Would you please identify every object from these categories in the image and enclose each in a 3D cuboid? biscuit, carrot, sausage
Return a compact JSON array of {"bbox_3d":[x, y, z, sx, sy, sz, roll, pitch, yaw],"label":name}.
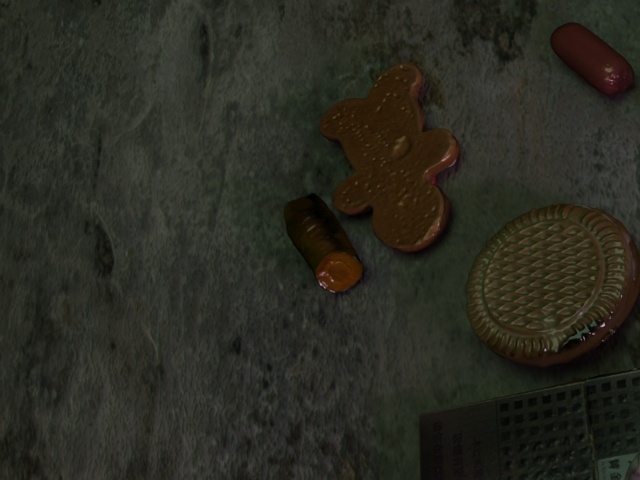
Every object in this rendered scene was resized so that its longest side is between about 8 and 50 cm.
[{"bbox_3d":[0.315,0.058,1.911,0.259,0.079,0.259,-16,53,23],"label":"biscuit"},{"bbox_3d":[0.000,0.000,2.148,0.082,0.082,0.173,-37,44,6],"label":"carrot"},{"bbox_3d":[0.114,-0.114,2.177,0.216,0.047,0.339,-33,51,13],"label":"biscuit"},{"bbox_3d":[0.403,-0.270,2.084,0.062,0.062,0.154,-41,48,3],"label":"sausage"}]

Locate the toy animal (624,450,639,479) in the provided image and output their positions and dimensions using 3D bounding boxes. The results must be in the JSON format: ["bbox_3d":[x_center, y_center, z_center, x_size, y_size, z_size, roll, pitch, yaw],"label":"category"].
[{"bbox_3d":[0.468,0.299,1.605,0.204,0.156,0.208,-43,66,-3],"label":"toy animal"}]

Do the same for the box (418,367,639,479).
[{"bbox_3d":[0.282,0.279,1.808,0.325,0.047,0.180,-16,54,24],"label":"box"}]
